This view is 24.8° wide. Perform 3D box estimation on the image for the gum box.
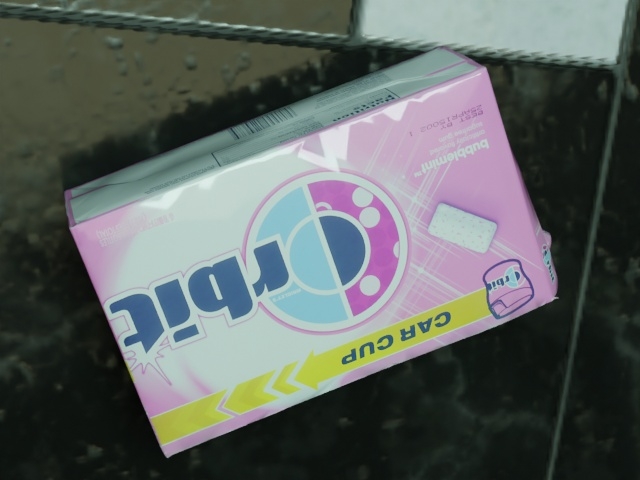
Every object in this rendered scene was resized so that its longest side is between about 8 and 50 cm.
[{"bbox_3d":[0.000,0.000,0.612,0.188,0.062,0.107,-22,110,-5],"label":"gum box"}]
